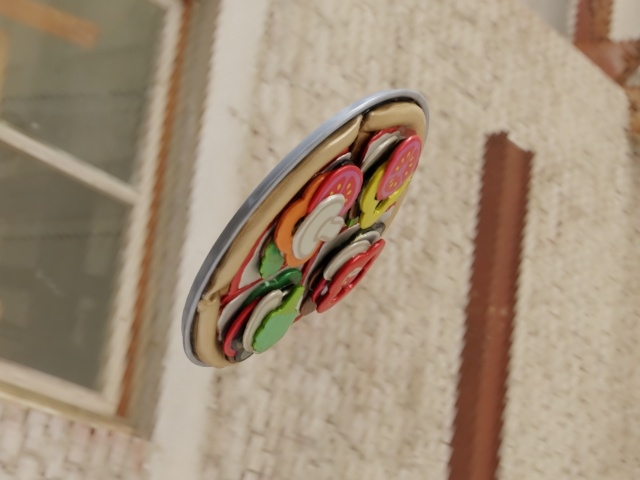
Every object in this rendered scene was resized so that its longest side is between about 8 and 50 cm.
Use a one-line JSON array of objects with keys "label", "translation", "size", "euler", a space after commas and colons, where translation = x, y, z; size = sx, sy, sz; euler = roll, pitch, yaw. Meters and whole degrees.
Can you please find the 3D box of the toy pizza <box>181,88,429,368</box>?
[{"label": "toy pizza", "translation": [0.000, 0.000, 1.027], "size": [0.032, 0.201, 0.201], "euler": [41, -82, 18]}]
